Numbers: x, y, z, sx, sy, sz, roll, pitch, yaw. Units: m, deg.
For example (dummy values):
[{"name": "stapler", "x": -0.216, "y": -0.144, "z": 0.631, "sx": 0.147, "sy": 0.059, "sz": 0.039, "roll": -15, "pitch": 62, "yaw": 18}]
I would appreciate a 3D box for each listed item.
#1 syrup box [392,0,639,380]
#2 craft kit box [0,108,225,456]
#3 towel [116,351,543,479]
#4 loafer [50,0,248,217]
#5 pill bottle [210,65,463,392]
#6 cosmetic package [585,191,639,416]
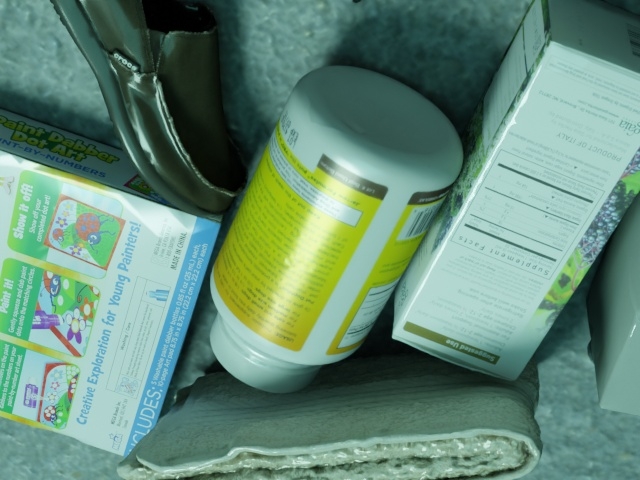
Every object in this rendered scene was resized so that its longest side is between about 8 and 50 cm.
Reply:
[{"name": "syrup box", "x": 0.133, "y": -0.032, "z": 0.754, "sx": 0.096, "sy": 0.093, "sz": 0.237, "roll": 20, "pitch": 124, "yaw": -6}, {"name": "craft kit box", "x": -0.215, "y": 0.031, "z": 0.873, "sx": 0.247, "sy": 0.061, "sz": 0.250, "roll": 18, "pitch": 124, "yaw": -6}, {"name": "towel", "x": 0.013, "y": 0.125, "z": 0.824, "sx": 0.282, "sy": 0.187, "sz": 0.049, "roll": -8, "pitch": 102, "yaw": 12}, {"name": "loafer", "x": -0.097, "y": -0.111, "z": 0.743, "sx": 0.078, "sy": 0.080, "sz": 0.220, "roll": -18, "pitch": 119, "yaw": 20}, {"name": "pill bottle", "x": 0.000, "y": 0.000, "z": 0.780, "sx": 0.117, "sy": 0.117, "sz": 0.215, "roll": 23, "pitch": 123, "yaw": -7}, {"name": "cosmetic package", "x": 0.249, "y": -0.008, "z": 0.734, "sx": 0.107, "sy": 0.127, "sz": 0.238, "roll": 10, "pitch": 126, "yaw": 1}]
